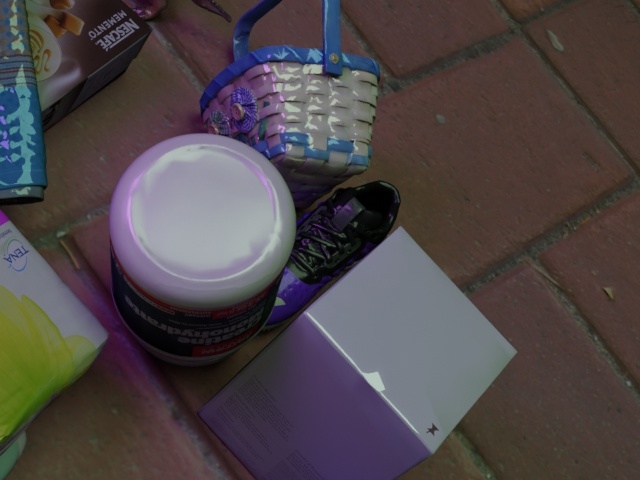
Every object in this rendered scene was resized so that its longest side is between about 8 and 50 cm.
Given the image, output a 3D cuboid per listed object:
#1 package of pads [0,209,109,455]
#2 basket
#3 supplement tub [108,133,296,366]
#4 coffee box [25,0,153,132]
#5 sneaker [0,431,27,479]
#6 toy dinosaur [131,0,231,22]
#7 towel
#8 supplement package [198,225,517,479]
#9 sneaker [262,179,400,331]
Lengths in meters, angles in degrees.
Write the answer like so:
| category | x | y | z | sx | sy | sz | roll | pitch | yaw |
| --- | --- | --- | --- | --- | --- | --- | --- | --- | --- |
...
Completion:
| category | x | y | z | sx | sy | sz | roll | pitch | yaw |
| --- | --- | --- | --- | --- | --- | --- | --- | --- | --- |
| package of pads | -0.343 | 0.084 | 1.271 | 0.229 | 0.101 | 0.296 | 49 | 19 | -5 |
| basket | -0.040 | -0.203 | 1.688 | 0.201 | 0.254 | 0.289 | 9 | 67 | -26 |
| supplement tub | -0.133 | 0.020 | 1.427 | 0.191 | 0.272 | 0.191 | 3 | 68 | -7 |
| coffee box | -0.342 | -0.224 | 1.605 | 0.141 | 0.098 | 0.246 | 44 | 47 | 0 |
| sneaker | -0.414 | 0.167 | 1.266 | 0.256 | 0.094 | 0.151 | 38 | 26 | -9 |
| toy dinosaur | -0.216 | -0.426 | 1.760 | 0.127 | 0.200 | 0.296 | -28 | 78 | -43 |
| towel | -0.456 | -0.202 | 1.456 | 0.271 | 0.040 | 0.370 | -6 | 73 | -14 |
| supplement package | 0.039 | 0.162 | 1.480 | 0.199 | 0.263 | 0.198 | 47 | 46 | 2 |
| sneaker | 0.000 | -0.001 | 1.648 | 0.102 | 0.146 | 0.293 | 49 | 46 | 5 |
